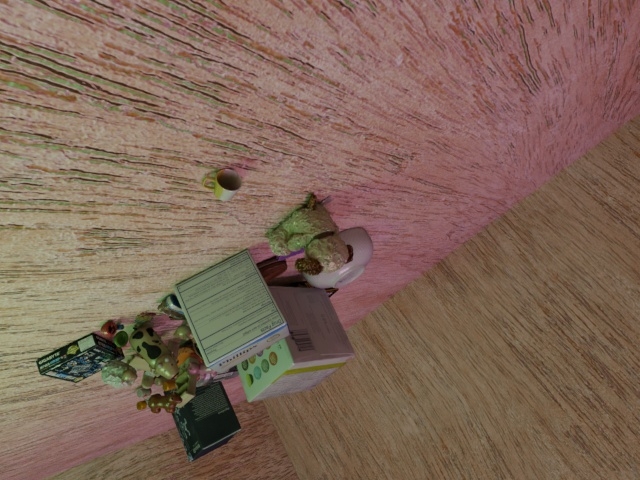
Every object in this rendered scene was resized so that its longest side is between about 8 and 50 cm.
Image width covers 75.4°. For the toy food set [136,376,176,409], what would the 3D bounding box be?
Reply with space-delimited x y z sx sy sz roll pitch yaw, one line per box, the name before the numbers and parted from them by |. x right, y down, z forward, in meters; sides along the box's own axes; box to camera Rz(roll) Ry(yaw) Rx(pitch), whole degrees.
toy food set | -0.761 0.701 1.948 0.232 0.111 0.104 -42 156 18

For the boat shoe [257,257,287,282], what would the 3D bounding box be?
boat shoe | -0.246 0.170 1.502 0.307 0.104 0.110 -28 158 -10

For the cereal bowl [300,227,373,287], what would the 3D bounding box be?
cereal bowl | 0.089 0.101 1.756 0.339 0.141 0.339 -28 159 -12

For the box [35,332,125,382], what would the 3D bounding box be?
box | -0.768 0.387 1.346 0.175 0.051 0.220 -27 158 -13

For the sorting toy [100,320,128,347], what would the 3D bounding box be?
sorting toy | -0.646 0.289 1.292 0.042 0.061 0.102 -9 127 20

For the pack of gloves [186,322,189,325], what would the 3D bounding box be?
pack of gloves | -0.393 0.262 1.617 0.232 0.046 0.195 -27 169 -5

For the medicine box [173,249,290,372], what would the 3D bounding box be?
medicine box | -0.279 0.225 1.326 0.264 0.289 0.149 -27 158 -11

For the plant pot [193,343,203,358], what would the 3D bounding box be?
plant pot | -0.423 0.396 1.653 0.167 0.166 0.165 -23 175 -21

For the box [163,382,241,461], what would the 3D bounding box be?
box | -0.610 0.859 2.106 0.212 0.395 0.293 -14 152 -39

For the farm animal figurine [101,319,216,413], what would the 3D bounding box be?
farm animal figurine | -0.502 0.377 1.368 0.330 0.327 0.172 -58 166 -33

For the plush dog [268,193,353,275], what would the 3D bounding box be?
plush dog | 0.000 0.000 1.300 0.263 0.225 0.210 -17 154 -33

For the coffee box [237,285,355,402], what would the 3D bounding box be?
coffee box | -0.134 0.421 1.719 0.338 0.337 0.334 8 136 -44

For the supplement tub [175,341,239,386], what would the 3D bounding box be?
supplement tub | -0.495 0.540 1.848 0.194 0.193 0.316 -38 157 16

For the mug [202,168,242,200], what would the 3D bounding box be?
mug | -0.228 -0.129 0.970 0.064 0.078 0.062 -46 -171 51

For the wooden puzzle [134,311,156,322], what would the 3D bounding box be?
wooden puzzle | -0.582 0.256 1.374 0.049 0.006 0.083 -35 158 9

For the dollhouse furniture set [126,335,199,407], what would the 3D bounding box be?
dollhouse furniture set | -0.596 0.504 1.555 0.242 0.161 0.212 29 123 -30

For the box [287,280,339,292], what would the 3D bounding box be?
box | -0.096 0.292 2.005 0.257 0.079 0.322 -46 154 27

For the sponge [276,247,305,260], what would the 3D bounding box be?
sponge | -0.056 0.004 1.498 0.210 0.031 0.117 -20 155 -27

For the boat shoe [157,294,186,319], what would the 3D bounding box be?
boat shoe | -0.482 0.234 1.396 0.066 0.066 0.183 -27 148 1
